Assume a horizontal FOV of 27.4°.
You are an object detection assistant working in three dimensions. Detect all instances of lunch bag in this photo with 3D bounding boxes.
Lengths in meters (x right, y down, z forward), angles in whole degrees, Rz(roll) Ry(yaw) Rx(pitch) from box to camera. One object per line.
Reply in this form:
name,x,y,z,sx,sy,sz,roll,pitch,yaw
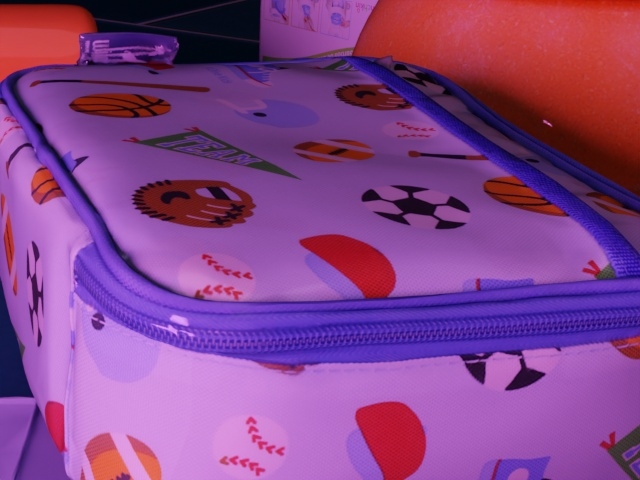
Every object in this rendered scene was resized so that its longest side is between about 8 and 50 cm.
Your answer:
lunch bag,0.000,0.000,0.525,0.243,0.115,0.303,-4,25,-19

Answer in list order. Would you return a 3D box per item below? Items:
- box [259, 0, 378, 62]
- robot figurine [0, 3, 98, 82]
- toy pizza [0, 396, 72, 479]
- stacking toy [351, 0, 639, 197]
box,0.052,-0.168,1.130,0.114,0.103,0.203,-14,25,-41
robot figurine,-0.212,-0.086,0.826,0.219,0.128,0.158,-2,51,-14
toy pizza,-0.105,0.108,0.428,0.201,0.032,0.201,4,20,-1
stacking toy,0.180,-0.245,0.795,0.350,0.480,0.350,2,20,-1
